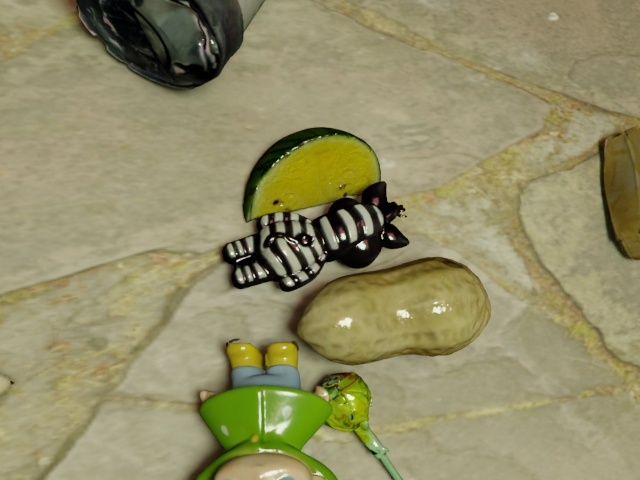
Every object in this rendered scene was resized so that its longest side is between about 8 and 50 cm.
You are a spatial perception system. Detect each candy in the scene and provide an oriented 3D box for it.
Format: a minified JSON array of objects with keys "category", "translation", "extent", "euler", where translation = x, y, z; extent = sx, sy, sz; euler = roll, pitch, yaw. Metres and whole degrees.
[{"category":"candy","translation":[0.061,0.226,0.624],"extent":[0.062,0.058,0.194],"euler":[-32,99,15]}]

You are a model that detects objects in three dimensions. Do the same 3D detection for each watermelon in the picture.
[{"category":"watermelon","translation":[-0.005,-0.089,0.661],"extent":[0.181,0.075,0.092],"euler":[-14,85,-25]}]

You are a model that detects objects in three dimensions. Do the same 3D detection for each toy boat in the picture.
[{"category":"toy boat","translation":[0.465,-0.074,0.848],"extent":[0.072,0.064,0.206],"euler":[15,71,-32]}]

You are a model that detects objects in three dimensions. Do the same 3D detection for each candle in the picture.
[{"category":"candle","translation":[-0.123,-0.334,0.620],"extent":[0.187,0.187,0.330],"euler":[30,67,-11]}]

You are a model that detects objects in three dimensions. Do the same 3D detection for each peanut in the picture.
[{"category":"peanut","translation":[0.086,0.077,0.627],"extent":[0.236,0.120,0.111],"euler":[-4,116,-28]}]

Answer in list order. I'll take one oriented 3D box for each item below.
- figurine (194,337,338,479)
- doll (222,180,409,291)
[{"category":"figurine","translation":[-0.051,0.223,0.530],"extent":[0.162,0.143,0.264],"euler":[0,58,-4]},{"category":"doll","translation":[0.000,0.000,0.645],"extent":[0.219,0.067,0.091],"euler":[-18,73,-19]}]
